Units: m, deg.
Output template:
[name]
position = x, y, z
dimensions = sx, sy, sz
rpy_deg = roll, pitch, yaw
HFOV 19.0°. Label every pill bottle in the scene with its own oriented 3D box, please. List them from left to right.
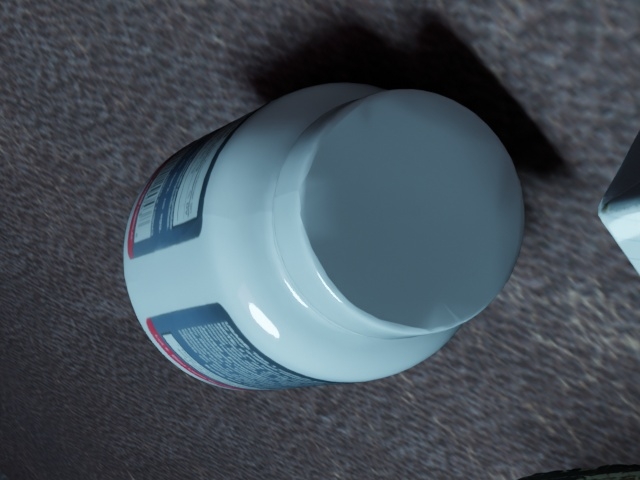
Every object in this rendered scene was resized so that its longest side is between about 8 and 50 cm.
[pill bottle]
position = 0.000, 0.000, 0.699
dimensions = 0.108, 0.108, 0.180
rpy_deg = 48, 161, -10

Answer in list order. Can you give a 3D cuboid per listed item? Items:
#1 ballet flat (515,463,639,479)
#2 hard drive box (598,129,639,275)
[ballet flat]
position = 0.258, 0.177, 0.512
dimensions = 0.483, 0.164, 0.182
rpy_deg = 35, 138, 11
[hard drive box]
position = 0.189, 0.035, 0.318
dimensions = 0.181, 0.089, 0.232
rpy_deg = -16, 121, 44
